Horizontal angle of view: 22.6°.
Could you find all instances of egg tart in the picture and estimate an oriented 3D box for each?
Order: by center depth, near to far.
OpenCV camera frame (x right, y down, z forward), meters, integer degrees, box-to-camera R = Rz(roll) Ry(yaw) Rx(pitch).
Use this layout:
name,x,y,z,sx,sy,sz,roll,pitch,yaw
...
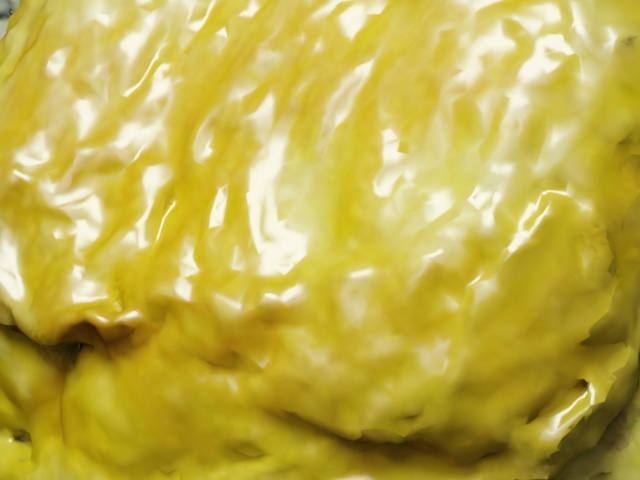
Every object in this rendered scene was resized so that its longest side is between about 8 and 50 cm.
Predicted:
name,x,y,z,sx,sy,sz,roll,pitch,yaw
egg tart,0.000,0.000,0.497,0.351,0.153,0.339,31,84,31
